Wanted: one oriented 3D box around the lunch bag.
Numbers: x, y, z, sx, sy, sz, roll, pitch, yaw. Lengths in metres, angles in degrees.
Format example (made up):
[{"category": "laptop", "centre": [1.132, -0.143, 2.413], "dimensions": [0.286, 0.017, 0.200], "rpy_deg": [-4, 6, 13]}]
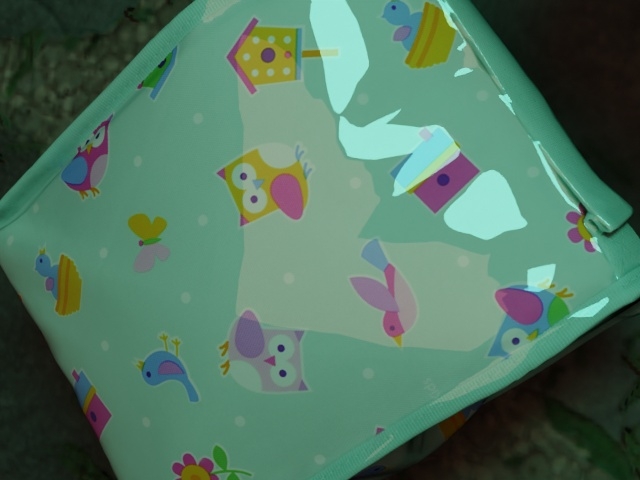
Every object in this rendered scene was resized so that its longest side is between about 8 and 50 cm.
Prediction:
[{"category": "lunch bag", "centre": [0.000, 0.000, 0.590], "dimensions": [0.262, 0.160, 0.223], "rpy_deg": [-38, 77, 25]}]
